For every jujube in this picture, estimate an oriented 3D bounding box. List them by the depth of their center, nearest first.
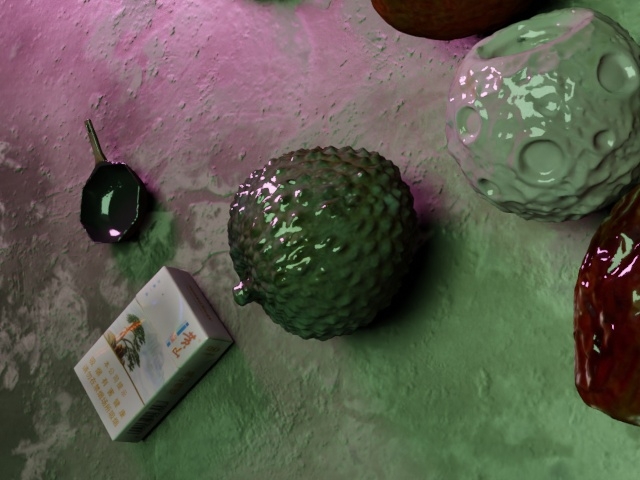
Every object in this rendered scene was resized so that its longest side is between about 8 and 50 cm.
[{"bbox_3d":[0.385,0.064,1.336,0.197,0.197,0.290,20,94,34],"label":"jujube"}]

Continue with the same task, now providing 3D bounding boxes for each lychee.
[{"bbox_3d":[0.148,-0.383,1.534,0.300,0.255,0.255,3,82,5],"label":"lychee"},{"bbox_3d":[0.000,0.000,1.582,0.274,0.255,0.255,-37,58,-13],"label":"lychee"}]

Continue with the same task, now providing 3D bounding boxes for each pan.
[{"bbox_3d":[-0.320,-0.093,1.913,0.128,0.048,0.202,0,83,32],"label":"pan"}]

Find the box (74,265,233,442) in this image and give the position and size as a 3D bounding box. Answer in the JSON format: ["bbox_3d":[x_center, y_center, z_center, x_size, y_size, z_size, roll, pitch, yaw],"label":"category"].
[{"bbox_3d":[-0.253,0.173,1.810,0.233,0.067,0.149,-47,60,17],"label":"box"}]

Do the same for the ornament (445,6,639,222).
[{"bbox_3d":[0.275,-0.138,1.406,0.259,0.259,0.225,-8,115,32],"label":"ornament"}]
